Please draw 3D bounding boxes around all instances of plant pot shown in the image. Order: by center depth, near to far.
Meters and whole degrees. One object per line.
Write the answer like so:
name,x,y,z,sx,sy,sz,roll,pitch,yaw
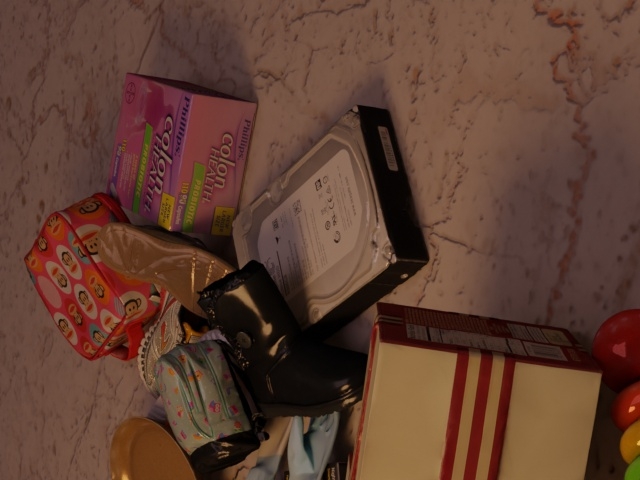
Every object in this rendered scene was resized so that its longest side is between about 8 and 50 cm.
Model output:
plant pot,-0.243,0.379,2.047,0.236,0.032,0.236,17,115,43

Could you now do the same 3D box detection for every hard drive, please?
hard drive,0.000,0.000,1.823,0.339,0.064,0.237,-40,54,47

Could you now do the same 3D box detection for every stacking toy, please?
stacking toy,0.343,0.213,1.269,0.141,0.141,0.330,-47,43,42

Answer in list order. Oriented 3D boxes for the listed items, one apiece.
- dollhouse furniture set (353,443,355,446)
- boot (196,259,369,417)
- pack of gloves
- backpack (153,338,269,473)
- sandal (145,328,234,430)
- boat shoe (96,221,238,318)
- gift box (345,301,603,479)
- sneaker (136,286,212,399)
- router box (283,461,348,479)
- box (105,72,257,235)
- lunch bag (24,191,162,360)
dollhouse furniture set,0.122,0.289,1.644,0.151,0.123,0.144,81,167,-53
boot,-0.045,0.125,1.744,0.246,0.094,0.207,-15,108,50
pack of gloves,-0.061,0.308,1.811,0.195,0.046,0.232,-15,52,54
backpack,-0.162,0.231,1.896,0.152,0.115,0.182,-41,66,54
sandal,-0.178,0.241,2.040,0.102,0.076,0.265,47,121,23
boat shoe,-0.201,0.039,2.021,0.285,0.092,0.103,21,113,19
gift box,0.164,0.223,1.361,0.255,0.276,0.258,-47,-33,-81
sneaker,-0.224,0.153,2.102,0.092,0.088,0.225,32,113,50
router box,0.008,0.390,1.776,0.133,0.046,0.179,-23,67,52
box,-0.226,-0.139,2.113,0.243,0.117,0.214,24,106,53
lunch bag,-0.369,0.080,2.219,0.258,0.120,0.293,57,148,5
